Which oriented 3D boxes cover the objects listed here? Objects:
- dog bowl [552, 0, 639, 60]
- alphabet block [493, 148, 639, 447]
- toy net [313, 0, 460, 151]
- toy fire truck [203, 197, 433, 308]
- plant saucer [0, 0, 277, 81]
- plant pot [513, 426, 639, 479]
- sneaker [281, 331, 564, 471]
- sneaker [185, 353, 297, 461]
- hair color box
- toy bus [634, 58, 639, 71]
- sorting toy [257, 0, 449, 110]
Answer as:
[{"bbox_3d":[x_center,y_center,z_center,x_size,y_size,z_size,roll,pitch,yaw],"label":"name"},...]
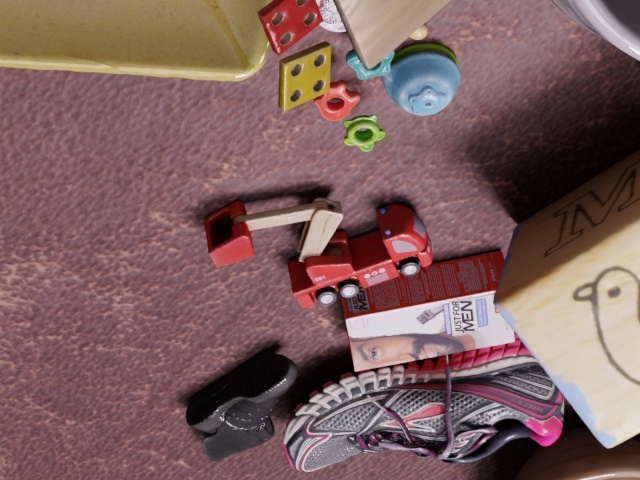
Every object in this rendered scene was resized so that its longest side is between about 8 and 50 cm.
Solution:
[{"bbox_3d":[0.315,-0.279,1.478,0.348,0.102,0.349,-3,121,-6],"label":"dog bowl"},{"bbox_3d":[0.302,0.041,1.812,0.197,0.193,0.192,-34,104,24],"label":"alphabet block"},{"bbox_3d":[0.034,-0.173,1.666,0.122,0.045,0.232,-20,137,13],"label":"toy net"},{"bbox_3d":[0.000,0.000,1.853,0.192,0.047,0.135,-19,138,9],"label":"toy fire truck"},{"bbox_3d":[-0.180,-0.281,1.441,0.332,0.081,0.333,2,129,-15],"label":"plant saucer"},{"bbox_3d":[0.303,0.288,2.205,0.237,0.110,0.237,-6,138,-5],"label":"plant pot"},{"bbox_3d":[0.104,0.185,2.022,0.299,0.112,0.121,-17,155,9],"label":"sneaker"},{"bbox_3d":[-0.072,0.177,2.042,0.170,0.051,0.089,-29,137,27],"label":"sneaker"},{"bbox_3d":[0.108,0.072,1.956,0.167,0.053,0.093,-10,140,1],"label":"hair color box"},{"bbox_3d":[0.385,-0.104,1.694,0.149,0.211,0.220,-27,139,16],"label":"toy bus"},{"bbox_3d":[0.049,-0.221,1.541,0.274,0.046,0.132,-42,143,-11],"label":"sorting toy"}]
